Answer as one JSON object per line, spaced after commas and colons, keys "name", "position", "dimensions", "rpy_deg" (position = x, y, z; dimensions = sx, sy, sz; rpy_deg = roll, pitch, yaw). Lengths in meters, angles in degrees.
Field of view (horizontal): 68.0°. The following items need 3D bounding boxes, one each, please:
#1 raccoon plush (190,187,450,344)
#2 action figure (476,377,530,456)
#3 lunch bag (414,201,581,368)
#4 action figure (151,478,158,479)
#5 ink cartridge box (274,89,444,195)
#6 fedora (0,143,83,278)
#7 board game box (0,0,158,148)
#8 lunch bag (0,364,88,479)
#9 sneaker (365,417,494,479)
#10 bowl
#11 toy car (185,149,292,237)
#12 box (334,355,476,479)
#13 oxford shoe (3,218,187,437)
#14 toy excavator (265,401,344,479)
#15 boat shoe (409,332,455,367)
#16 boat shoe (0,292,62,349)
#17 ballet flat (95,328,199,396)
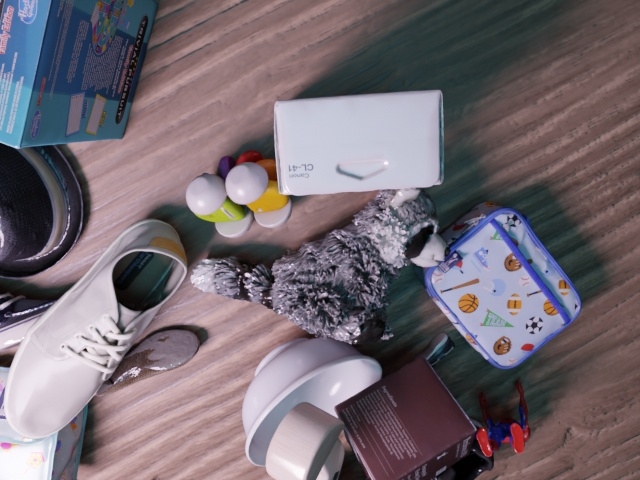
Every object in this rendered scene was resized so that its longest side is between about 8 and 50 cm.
{"name": "raccoon plush", "position": [0.000, 0.000, 0.853], "dimensions": [0.447, 0.216, 0.299], "rpy_deg": [12, 97, -5]}
{"name": "action figure", "position": [0.368, 0.348, 0.956], "dimensions": [0.092, 0.280, 0.139], "rpy_deg": [-14, 66, 21]}
{"name": "lunch bag", "position": [0.347, 0.080, 0.928], "dimensions": [0.243, 0.115, 0.303], "rpy_deg": [-39, 103, 5]}
{"name": "action figure", "position": [-0.333, 0.649, 1.050], "dimensions": [0.285, 0.099, 0.185], "rpy_deg": [31, 106, -6]}
{"name": "ink cartridge box", "position": [0.047, -0.164, 0.754], "dimensions": [0.226, 0.306, 0.131], "rpy_deg": [-5, 104, -2]}
{"name": "fedora", "position": [-0.604, -0.072, 0.831], "dimensions": [0.334, 0.152, 0.333], "rpy_deg": [-1, 104, -3]}
{"name": "board game box", "position": [-0.358, -0.275, 0.695], "dimensions": [0.079, 0.336, 0.253], "rpy_deg": [19, 102, -7]}
{"name": "lunch bag", "position": [-0.602, 0.383, 0.944], "dimensions": [0.224, 0.160, 0.262], "rpy_deg": [6, 90, -1]}
{"name": "sneaker", "position": [0.232, 0.491, 1.005], "dimensions": [0.293, 0.146, 0.102], "rpy_deg": [-29, 103, 5]}
{"name": "bowl", "position": [-0.036, 0.286, 0.922], "dimensions": [0.298, 0.134, 0.297], "rpy_deg": [-22, 139, -21]}
{"name": "toy car", "position": [-0.146, -0.096, 0.857], "dimensions": [0.182, 0.159, 0.136], "rpy_deg": [-14, 65, 14]}
{"name": "box", "position": [0.159, 0.366, 0.908], "dimensions": [0.203, 0.167, 0.168], "rpy_deg": [-27, 141, -9]}
{"name": "oxford shoe", "position": [-0.396, 0.161, 0.845], "dimensions": [0.449, 0.130, 0.169], "rpy_deg": [-55, 132, -6]}
{"name": "toy excavator", "position": [-0.009, 0.523, 0.908], "dimensions": [0.222, 0.433, 0.444], "rpy_deg": [16, 85, 31]}
{"name": "boat shoe", "position": [0.230, 0.250, 0.999], "dimensions": [0.038, 0.046, 0.125], "rpy_deg": [44, 90, -6]}
{"name": "boat shoe", "position": [-0.621, 0.133, 0.902], "dimensions": [0.341, 0.127, 0.158], "rpy_deg": [-22, 87, -8]}
{"name": "ballet flat", "position": [-0.362, 0.253, 0.975], "dimensions": [0.250, 0.058, 0.084], "rpy_deg": [-25, 68, -1]}
